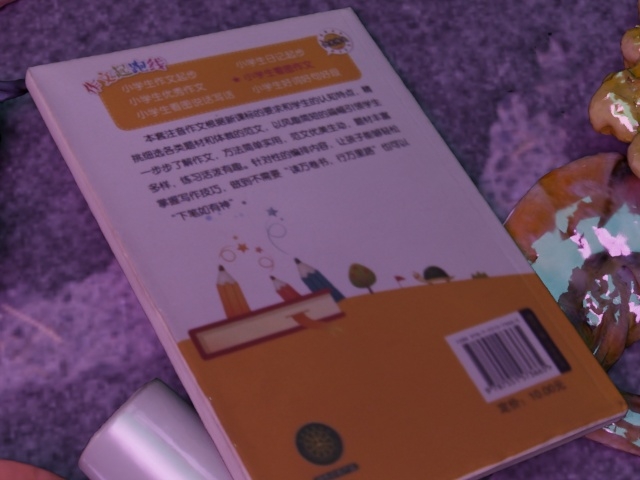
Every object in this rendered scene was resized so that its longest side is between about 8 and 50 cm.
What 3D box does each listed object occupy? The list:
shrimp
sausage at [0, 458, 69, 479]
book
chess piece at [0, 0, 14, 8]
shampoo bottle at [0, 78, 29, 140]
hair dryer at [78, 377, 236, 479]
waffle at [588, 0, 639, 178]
[{"bbox_3d":[0.237,0.045,0.716,0.296,0.058,0.169,9,78,7],"label":"shrimp"},{"bbox_3d":[-0.190,0.252,0.601,0.121,0.121,0.304,7,70,2],"label":"sausage"},{"bbox_3d":[0.000,0.000,0.684,0.208,0.020,0.295,-16,60,-29],"label":"book"},{"bbox_3d":[-0.253,-0.265,0.785,0.143,0.143,0.261,-34,70,-11],"label":"chess piece"},{"bbox_3d":[-0.241,0.028,0.687,0.101,0.101,0.284,22,65,7],"label":"shampoo bottle"},{"bbox_3d":[-0.050,0.215,0.617,0.298,0.119,0.296,-27,83,-3],"label":"hair dryer"},{"bbox_3d":[0.294,-0.071,0.722,0.291,0.051,0.291,1,48,-1],"label":"waffle"}]
